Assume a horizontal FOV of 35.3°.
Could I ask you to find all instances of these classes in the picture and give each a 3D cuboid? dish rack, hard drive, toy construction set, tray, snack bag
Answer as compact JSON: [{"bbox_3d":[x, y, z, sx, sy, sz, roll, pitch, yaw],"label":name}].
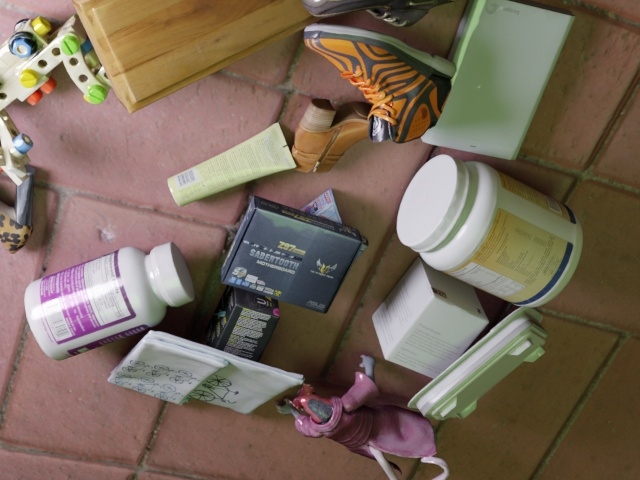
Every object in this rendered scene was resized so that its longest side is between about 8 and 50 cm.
[{"bbox_3d":[0.358,0.282,2.172,0.333,0.072,0.285,-41,159,9],"label":"dish rack"},{"bbox_3d":[0.334,-0.311,1.920,0.203,0.040,0.307,9,120,-16],"label":"hard drive"},{"bbox_3d":[-0.481,-0.262,1.751,0.328,0.151,0.215,-43,120,4],"label":"toy construction set"},{"bbox_3d":[-0.183,-0.396,1.682,0.411,0.076,0.202,-29,124,-13],"label":"tray"},{"bbox_3d":[-0.246,0.291,2.096,0.343,0.037,0.323,19,150,-19],"label":"snack bag"}]

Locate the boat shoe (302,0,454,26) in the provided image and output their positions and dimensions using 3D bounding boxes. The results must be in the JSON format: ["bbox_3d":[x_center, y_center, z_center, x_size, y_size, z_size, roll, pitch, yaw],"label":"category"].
[{"bbox_3d":[0.138,-0.429,1.727,0.355,0.132,0.130,-18,132,-16],"label":"boat shoe"}]

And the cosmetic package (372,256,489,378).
[{"bbox_3d":[0.230,0.167,2.136,0.151,0.151,0.183,25,115,-24],"label":"cosmetic package"}]

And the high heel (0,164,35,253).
[{"bbox_3d":[-0.666,-0.058,1.867,0.261,0.093,0.186,4,119,-19],"label":"high heel"}]

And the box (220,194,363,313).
[{"bbox_3d":[-0.058,0.031,1.981,0.233,0.059,0.183,18,115,-18],"label":"box"}]

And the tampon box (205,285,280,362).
[{"bbox_3d":[-0.162,0.174,2.087,0.101,0.120,0.161,18,117,-18],"label":"tampon box"}]

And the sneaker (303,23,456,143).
[{"bbox_3d":[0.100,-0.269,1.787,0.321,0.125,0.180,13,94,-30],"label":"sneaker"}]

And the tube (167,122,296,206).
[{"bbox_3d":[-0.172,-0.136,1.927,0.240,0.062,0.070,-23,130,4],"label":"tube"}]

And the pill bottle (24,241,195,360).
[{"bbox_3d":[-0.409,0.111,1.976,0.302,0.169,0.169,-20,123,3],"label":"pill bottle"}]

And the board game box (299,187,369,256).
[{"bbox_3d":[0.000,0.000,2.044,0.194,0.060,0.194,32,112,-26],"label":"board game box"}]

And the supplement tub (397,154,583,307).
[{"bbox_3d":[0.334,-0.021,1.991,0.316,0.228,0.228,24,115,-23],"label":"supplement tub"}]

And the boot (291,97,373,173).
[{"bbox_3d":[0.042,-0.191,1.934,0.197,0.073,0.152,10,127,-17],"label":"boot"}]

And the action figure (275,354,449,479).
[{"bbox_3d":[0.066,0.418,2.209,0.370,0.275,0.248,28,120,-39],"label":"action figure"}]
